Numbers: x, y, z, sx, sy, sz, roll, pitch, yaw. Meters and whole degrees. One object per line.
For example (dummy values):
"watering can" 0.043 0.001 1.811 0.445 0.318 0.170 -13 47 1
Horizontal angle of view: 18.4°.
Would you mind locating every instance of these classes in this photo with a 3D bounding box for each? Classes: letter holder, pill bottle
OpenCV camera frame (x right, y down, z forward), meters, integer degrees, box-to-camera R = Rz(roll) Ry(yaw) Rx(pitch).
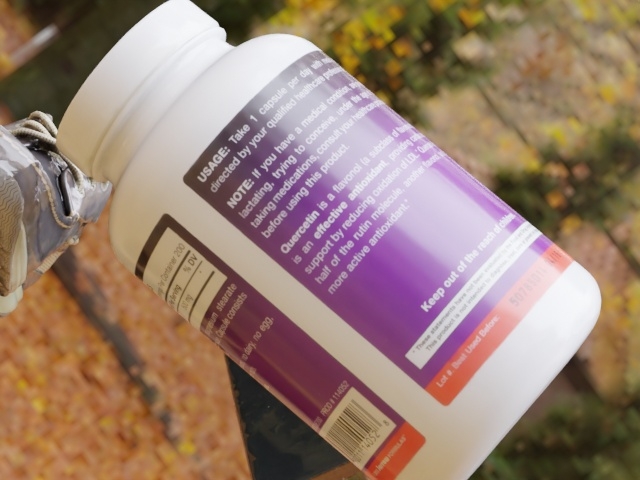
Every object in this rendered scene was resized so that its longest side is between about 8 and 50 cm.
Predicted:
"letter holder" 0.025 0.201 1.919 0.302 0.152 0.214 -107 172 -57
"pill bottle" 0.000 0.000 1.205 0.323 0.181 0.181 41 -1 7

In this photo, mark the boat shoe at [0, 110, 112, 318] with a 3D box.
"boat shoe" -0.230 -0.039 1.444 0.132 0.130 0.355 47 -15 -3

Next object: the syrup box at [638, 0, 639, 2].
"syrup box" 0.364 -0.325 2.158 0.237 0.096 0.093 37 -17 -10
